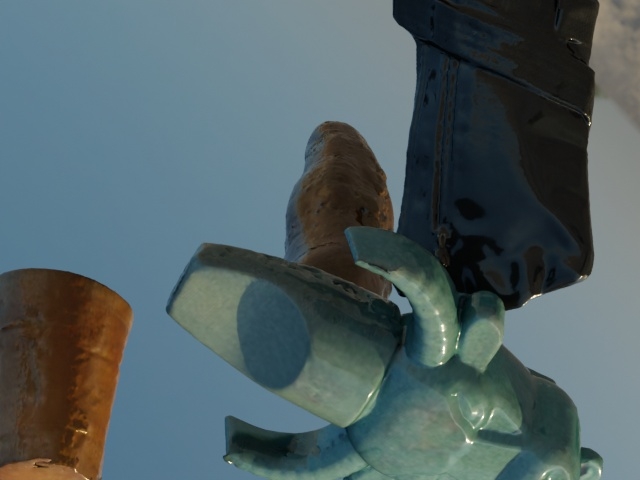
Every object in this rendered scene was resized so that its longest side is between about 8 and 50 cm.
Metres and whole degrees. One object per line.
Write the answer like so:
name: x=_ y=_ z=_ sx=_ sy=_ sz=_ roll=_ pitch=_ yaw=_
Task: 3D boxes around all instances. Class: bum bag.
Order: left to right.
bum bag: x=0.101 y=-0.085 z=0.817 sx=0.123 sy=0.248 sz=0.060 roll=3 pitch=-179 yaw=18

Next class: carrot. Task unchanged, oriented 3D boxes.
carrot: x=-0.340 y=0.186 z=1.745 sx=0.196 sy=0.196 sz=0.254 roll=34 pitch=-131 yaw=-40

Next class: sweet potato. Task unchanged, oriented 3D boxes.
sweet potato: x=0.013 y=0.007 z=1.141 sx=0.106 sy=0.095 sz=0.354 roll=22 pitch=-146 yaw=-2

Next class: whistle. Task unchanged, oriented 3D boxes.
whistle: x=0.043 y=0.079 z=0.816 sx=0.274 sy=0.186 sz=0.093 roll=25 pitch=-144 yaw=-9
